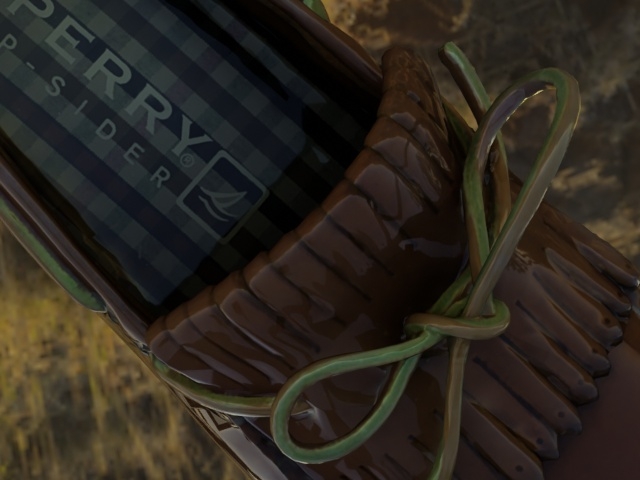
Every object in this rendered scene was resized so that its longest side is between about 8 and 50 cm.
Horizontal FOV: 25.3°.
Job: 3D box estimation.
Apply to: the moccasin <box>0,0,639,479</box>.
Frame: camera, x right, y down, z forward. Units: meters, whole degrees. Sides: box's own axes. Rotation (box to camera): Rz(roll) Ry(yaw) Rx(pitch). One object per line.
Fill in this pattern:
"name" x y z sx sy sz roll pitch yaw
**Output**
"moccasin" 0.002 -0.002 0.426 0.139 0.380 0.147 -44 177 -6
